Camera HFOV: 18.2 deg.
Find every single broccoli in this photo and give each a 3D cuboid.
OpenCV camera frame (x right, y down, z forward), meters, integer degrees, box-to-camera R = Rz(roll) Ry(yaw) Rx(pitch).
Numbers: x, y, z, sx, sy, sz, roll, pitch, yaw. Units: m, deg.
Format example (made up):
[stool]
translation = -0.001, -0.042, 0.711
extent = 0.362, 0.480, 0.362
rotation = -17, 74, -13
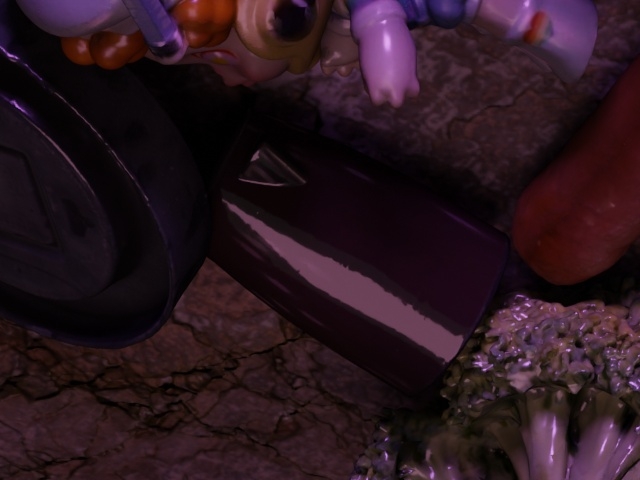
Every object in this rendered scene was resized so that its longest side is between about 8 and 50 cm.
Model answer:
[broccoli]
translation = 0.169, 0.161, 1.519
extent = 0.375, 0.302, 0.249
rotation = -17, 88, 23

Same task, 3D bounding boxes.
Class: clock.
[clock]
translation = -0.222, -0.055, 1.439
extent = 0.319, 0.066, 0.319
rotation = 25, 145, 20

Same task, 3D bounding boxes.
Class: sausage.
[sausage]
translation = 0.253, -0.117, 1.352
extent = 0.094, 0.094, 0.419
rotation = -2, 142, -30

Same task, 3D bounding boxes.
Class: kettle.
[kettle]
translation = 0.000, 0.000, 1.500
extent = 0.232, 0.144, 0.202
rotation = 32, 161, -9

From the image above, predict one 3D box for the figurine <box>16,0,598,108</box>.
[figurine]
translation = -0.009, -0.193, 1.305
extent = 0.381, 0.224, 0.205
rotation = 7, 106, -30
